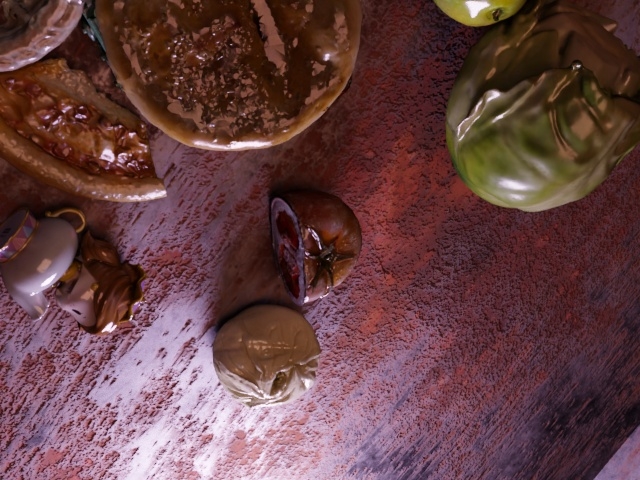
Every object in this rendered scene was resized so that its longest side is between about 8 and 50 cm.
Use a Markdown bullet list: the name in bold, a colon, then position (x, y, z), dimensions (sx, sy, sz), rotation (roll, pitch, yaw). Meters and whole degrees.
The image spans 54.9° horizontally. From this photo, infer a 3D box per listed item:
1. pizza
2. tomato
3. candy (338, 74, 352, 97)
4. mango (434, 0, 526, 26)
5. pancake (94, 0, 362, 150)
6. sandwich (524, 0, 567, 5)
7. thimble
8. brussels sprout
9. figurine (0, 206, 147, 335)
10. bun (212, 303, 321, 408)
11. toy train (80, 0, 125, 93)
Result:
- **pizza**: position (-0.389, -0.167, 0.959), dimensions (0.182, 0.074, 0.365), rotation (-46, 126, 11)
- **tomato**: position (0.000, 0.000, 1.176), dimensions (0.155, 0.181, 0.213), rotation (-17, 124, -24)
- **candy**: position (-0.038, -0.365, 1.048), dimensions (0.078, 0.084, 0.287), rotation (-36, 117, -2)
- **mango**: position (0.276, -0.550, 1.029), dimensions (0.201, 0.225, 0.381), rotation (1, 93, -32)
- **pancake**: position (-0.123, -0.307, 0.859), dimensions (0.387, 0.082, 0.386), rotation (-3, 112, -9)
- **sandwich**: position (0.453, -0.533, 1.200), dimensions (0.235, 0.079, 0.159), rotation (-1, 114, -26)
- **thimble**: position (-0.427, -0.339, 0.816), dimensions (0.229, 0.148, 0.196), rotation (-40, 124, -7)
- **brussels sprout**: position (0.409, -0.238, 1.175), dimensions (0.425, 0.342, 0.361), rotation (-38, 171, -47)
- **figurine**: position (-0.407, 0.058, 1.022), dimensions (0.263, 0.142, 0.189), rotation (43, 68, -35)
- **bun**: position (-0.104, 0.248, 1.262), dimensions (0.230, 0.145, 0.229), rotation (-10, 119, -19)
- **toy train**: position (-0.296, -0.285, 0.929), dimensions (0.071, 0.111, 0.170), rotation (-34, 124, -13)
